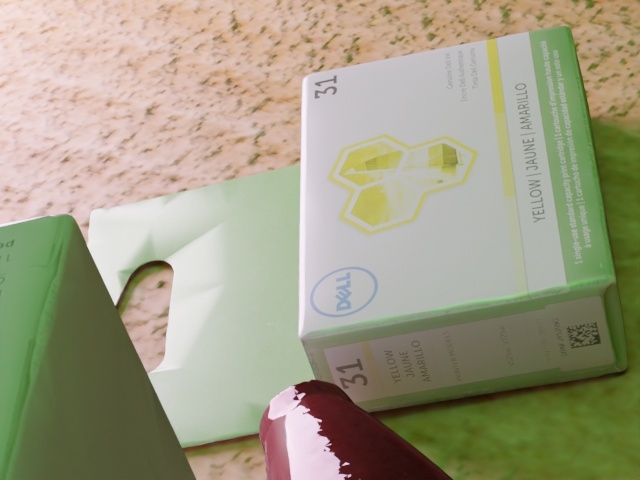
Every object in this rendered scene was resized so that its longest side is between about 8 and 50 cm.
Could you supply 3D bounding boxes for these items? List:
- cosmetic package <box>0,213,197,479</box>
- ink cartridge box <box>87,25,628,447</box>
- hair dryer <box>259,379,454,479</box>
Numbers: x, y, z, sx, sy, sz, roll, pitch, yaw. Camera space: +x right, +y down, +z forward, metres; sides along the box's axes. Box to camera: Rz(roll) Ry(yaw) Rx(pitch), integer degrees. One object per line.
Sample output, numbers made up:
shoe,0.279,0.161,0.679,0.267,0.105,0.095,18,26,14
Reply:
cosmetic package,-0.102,0.156,0.444,0.138,0.224,0.224,-11,39,10
ink cartridge box,0.000,0.000,0.727,0.235,0.056,0.171,-10,40,9
hair dryer,0.096,0.111,0.559,0.293,0.080,0.223,15,34,29
